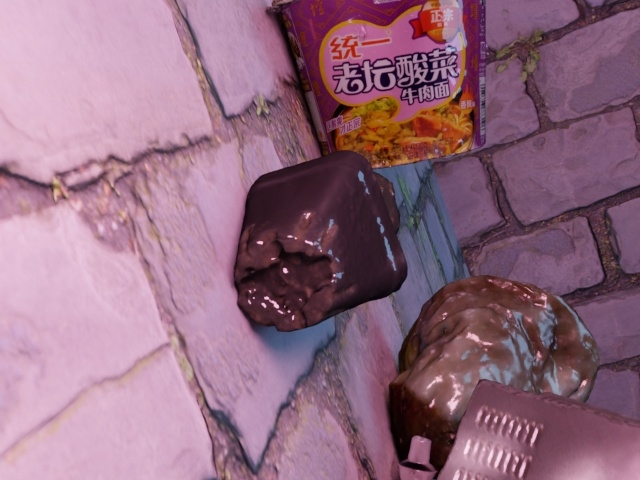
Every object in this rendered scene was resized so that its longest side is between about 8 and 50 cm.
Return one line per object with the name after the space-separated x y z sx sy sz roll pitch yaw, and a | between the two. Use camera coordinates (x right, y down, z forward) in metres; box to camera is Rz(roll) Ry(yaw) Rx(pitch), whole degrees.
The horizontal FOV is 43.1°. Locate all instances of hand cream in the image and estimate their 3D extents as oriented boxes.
0.131 0.379 1.032 0.084 0.050 0.257 -1 86 -72 | hand cream

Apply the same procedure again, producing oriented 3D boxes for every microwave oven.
0.290 0.394 0.952 0.374 0.236 0.432 -63 146 -20 | microwave oven

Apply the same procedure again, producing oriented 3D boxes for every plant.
0.000 0.000 0.835 0.256 0.142 0.164 -40 112 -62 | plant

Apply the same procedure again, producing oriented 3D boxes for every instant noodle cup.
0.106 -0.253 1.231 0.340 0.340 0.266 -48 130 -73 | instant noodle cup

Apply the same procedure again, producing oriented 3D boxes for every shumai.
0.232 0.228 1.152 0.263 0.304 0.309 -43 122 -60 | shumai
